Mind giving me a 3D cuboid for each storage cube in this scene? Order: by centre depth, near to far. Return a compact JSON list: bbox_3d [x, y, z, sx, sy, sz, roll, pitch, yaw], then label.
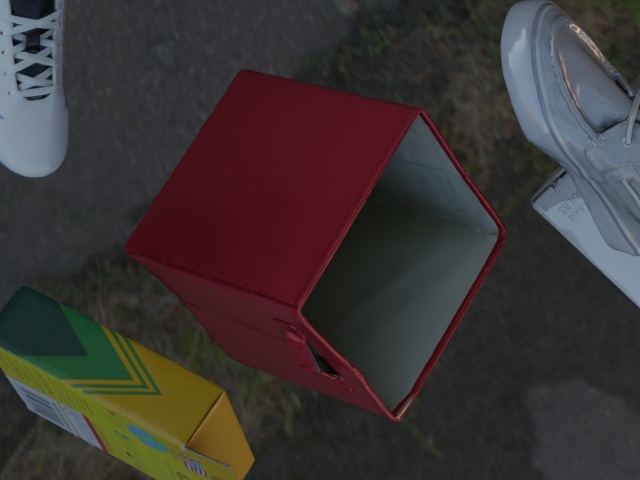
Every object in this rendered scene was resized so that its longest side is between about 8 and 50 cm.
[{"bbox_3d":[0.000,0.000,1.365,0.215,0.193,0.183,-59,139,-17],"label":"storage cube"}]

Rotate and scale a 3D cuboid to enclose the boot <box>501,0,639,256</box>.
[{"bbox_3d":[0.226,-0.078,1.173,0.123,0.095,0.258,-1,149,35],"label":"boot"}]

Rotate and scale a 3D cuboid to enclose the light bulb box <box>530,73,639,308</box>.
[{"bbox_3d":[0.425,-0.133,1.527,0.225,0.361,0.358,43,126,3],"label":"light bulb box"}]

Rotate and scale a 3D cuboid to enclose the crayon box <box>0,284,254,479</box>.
[{"bbox_3d":[-0.194,0.184,1.847,0.081,0.318,0.202,-56,159,-21],"label":"crayon box"}]

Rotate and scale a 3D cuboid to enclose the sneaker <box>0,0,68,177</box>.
[{"bbox_3d":[-0.227,-0.161,1.278,0.085,0.086,0.237,-11,104,-27],"label":"sneaker"}]
